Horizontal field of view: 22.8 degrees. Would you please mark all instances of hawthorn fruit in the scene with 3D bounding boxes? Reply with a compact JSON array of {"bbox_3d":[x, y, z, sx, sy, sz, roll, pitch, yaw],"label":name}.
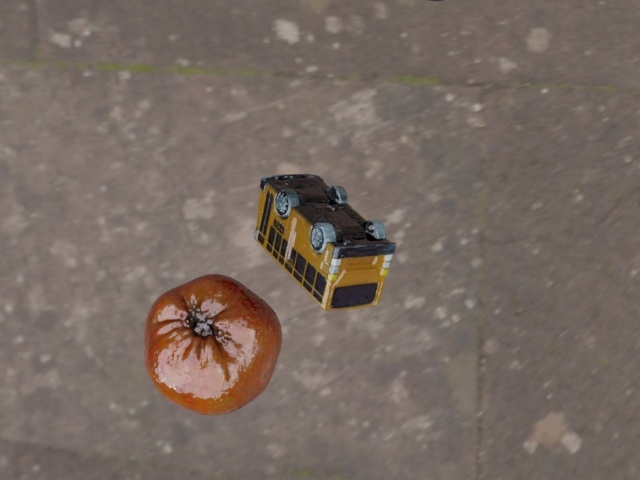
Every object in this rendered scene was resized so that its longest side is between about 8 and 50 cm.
[{"bbox_3d":[-0.104,0.104,1.498,0.132,0.138,0.133,-3,64,6],"label":"hawthorn fruit"}]

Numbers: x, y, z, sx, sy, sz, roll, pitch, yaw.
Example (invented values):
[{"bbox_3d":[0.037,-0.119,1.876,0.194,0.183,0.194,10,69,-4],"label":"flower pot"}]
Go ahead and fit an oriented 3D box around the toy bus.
[{"bbox_3d":[0.000,0.000,2.025,0.201,0.098,0.114,43,129,47],"label":"toy bus"}]
